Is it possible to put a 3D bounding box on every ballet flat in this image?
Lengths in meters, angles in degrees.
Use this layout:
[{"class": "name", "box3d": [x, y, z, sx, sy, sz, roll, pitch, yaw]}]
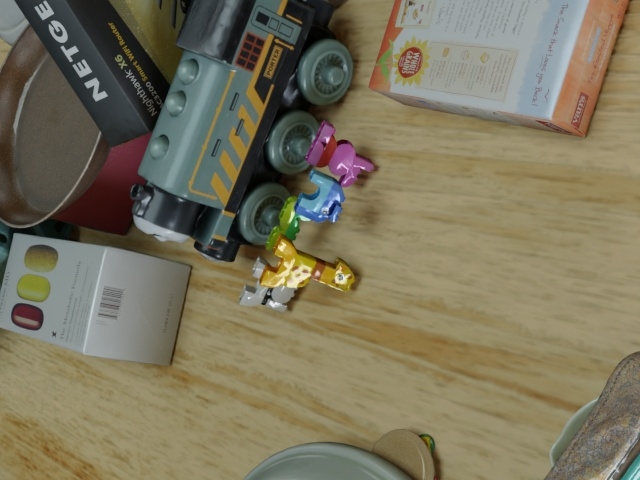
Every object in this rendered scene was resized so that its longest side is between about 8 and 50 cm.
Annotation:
[{"class": "ballet flat", "box3d": [0.201, 0.220, 0.739, 0.316, 0.107, 0.106, -54, 28, 12]}]

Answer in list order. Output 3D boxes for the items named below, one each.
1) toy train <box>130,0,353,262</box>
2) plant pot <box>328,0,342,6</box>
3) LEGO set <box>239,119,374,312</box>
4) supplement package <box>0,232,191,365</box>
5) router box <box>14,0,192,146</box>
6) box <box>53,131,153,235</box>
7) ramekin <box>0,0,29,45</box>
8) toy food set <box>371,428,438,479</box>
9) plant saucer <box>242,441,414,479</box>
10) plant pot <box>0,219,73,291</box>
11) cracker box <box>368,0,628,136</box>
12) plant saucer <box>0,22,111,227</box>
[{"class": "toy train", "box3d": [-0.097, -0.139, 1.048, 0.142, 0.190, 0.334, 30, 100, 45]}, {"class": "plant pot", "box3d": [-0.068, -0.424, 1.076, 0.263, 0.229, 0.263, -15, 67, 40]}, {"class": "LEGO set", "box3d": [0.000, 0.000, 1.001, 0.227, 0.093, 0.087, -63, 14, 17]}, {"class": "supplement package", "box3d": [-0.310, 0.075, 1.234, 0.244, 0.134, 0.139, 5, 82, 45]}, {"class": "router box", "box3d": [-0.232, -0.304, 1.089, 0.081, 0.309, 0.243, -12, 27, 42]}, {"class": "box", "box3d": [-0.314, -0.147, 1.307, 0.148, 0.127, 0.232, 34, 103, 44]}, {"class": "ramekin", "box3d": [-0.424, -0.413, 1.489, 0.273, 0.127, 0.273, -14, 69, 41]}, {"class": "toy food set", "box3d": [0.079, 0.225, 0.895, 0.082, 0.020, 0.083, -13, 69, 41]}, {"class": "plant saucer", "box3d": [-0.020, 0.395, 0.873, 0.400, 0.100, 0.400, -10, 75, 43]}, {"class": "plant pot", "box3d": [-0.579, -0.026, 1.414, 0.334, 0.341, 0.341, -25, 62, 27]}, {"class": "cracker box", "box3d": [0.167, -0.198, 0.897, 0.232, 0.067, 0.156, 21, 94, 46]}, {"class": "plant saucer", "box3d": [-0.351, -0.165, 1.223, 0.310, 0.050, 0.311, -12, 72, 40]}]
